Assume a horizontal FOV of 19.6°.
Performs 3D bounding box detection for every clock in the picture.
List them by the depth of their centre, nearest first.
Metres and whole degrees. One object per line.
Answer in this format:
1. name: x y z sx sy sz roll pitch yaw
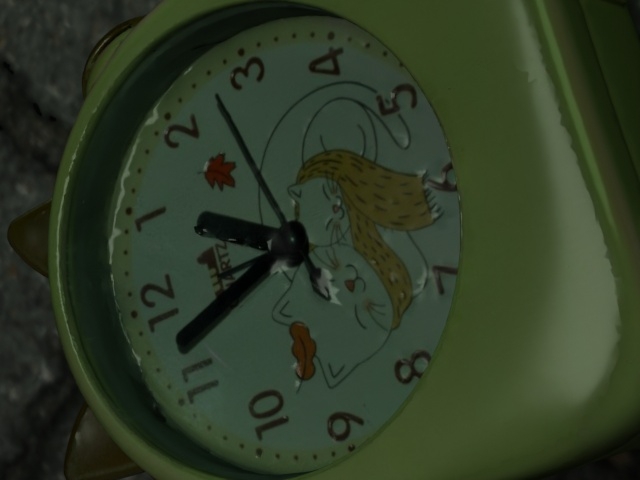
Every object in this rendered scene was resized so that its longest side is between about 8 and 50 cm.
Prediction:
1. clock: 0.000 0.000 0.898 0.348 0.117 0.286 -23 75 30
